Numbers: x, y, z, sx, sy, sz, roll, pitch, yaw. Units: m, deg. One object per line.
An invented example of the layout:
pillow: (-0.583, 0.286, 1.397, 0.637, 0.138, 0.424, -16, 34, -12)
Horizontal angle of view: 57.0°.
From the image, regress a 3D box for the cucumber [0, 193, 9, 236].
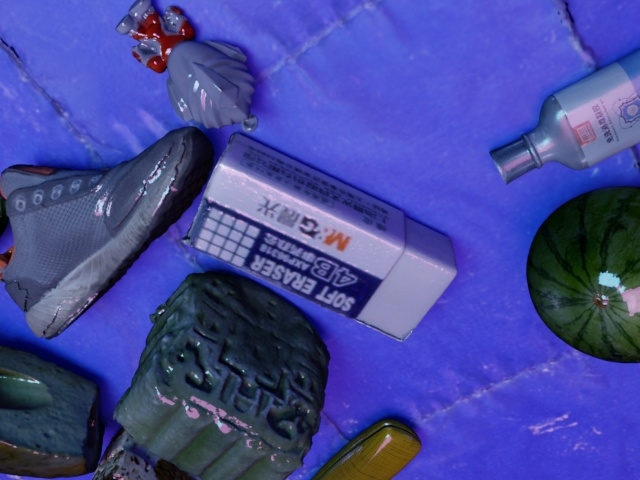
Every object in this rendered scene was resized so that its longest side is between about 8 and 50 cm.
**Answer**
cucumber: (-0.462, 0.020, 0.728, 0.241, 0.074, 0.074, -36, 110, 20)

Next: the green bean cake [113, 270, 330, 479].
green bean cake: (-0.105, 0.153, 0.689, 0.223, 0.227, 0.125, 31, 120, -13)

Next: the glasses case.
glasses case: (0.050, 0.343, 0.865, 0.079, 0.064, 0.234, 33, 115, -16)

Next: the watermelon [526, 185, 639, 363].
watermelon: (0.323, 0.033, 0.626, 0.188, 0.215, 0.188, 10, 106, 36)

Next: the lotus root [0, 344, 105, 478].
lotus root: (-0.437, 0.230, 0.770, 0.314, 0.142, 0.210, 21, 130, -14)

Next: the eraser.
eraser: (0.000, 0.000, 0.678, 0.287, 0.086, 0.130, 26, 118, -10)

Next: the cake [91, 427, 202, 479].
cake: (-0.236, 0.391, 0.888, 0.135, 0.112, 0.246, -36, 113, 23)

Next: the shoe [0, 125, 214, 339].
shoe: (-0.267, -0.041, 0.664, 0.171, 0.132, 0.336, 45, 115, -8)

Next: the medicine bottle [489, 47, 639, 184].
medicine bottle: (0.281, -0.124, 0.610, 0.209, 0.053, 0.090, -28, 113, 18)

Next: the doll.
doll: (-0.131, -0.177, 0.605, 0.180, 0.079, 0.094, 42, 89, -3)
